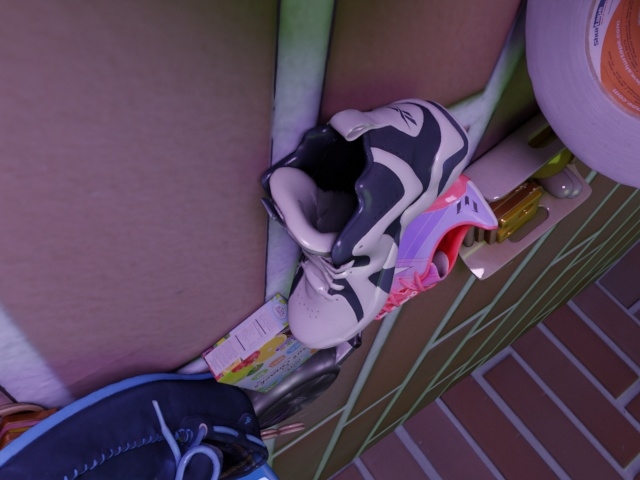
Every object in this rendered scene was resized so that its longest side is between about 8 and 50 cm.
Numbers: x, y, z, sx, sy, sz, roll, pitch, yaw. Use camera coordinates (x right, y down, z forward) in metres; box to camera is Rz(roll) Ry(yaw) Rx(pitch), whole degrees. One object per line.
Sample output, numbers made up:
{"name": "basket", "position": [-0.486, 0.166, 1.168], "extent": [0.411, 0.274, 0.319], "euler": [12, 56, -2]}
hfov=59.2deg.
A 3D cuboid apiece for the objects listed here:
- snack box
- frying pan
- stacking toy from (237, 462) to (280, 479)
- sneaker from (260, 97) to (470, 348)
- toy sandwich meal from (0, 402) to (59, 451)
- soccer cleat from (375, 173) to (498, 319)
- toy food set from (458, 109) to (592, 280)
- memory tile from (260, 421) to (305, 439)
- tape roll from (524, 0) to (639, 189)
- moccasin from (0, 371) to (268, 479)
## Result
{"name": "snack box", "position": [-0.053, 0.116, 0.610], "extent": [0.100, 0.037, 0.141], "euler": [-38, 156, -1]}
{"name": "frying pan", "position": [0.008, 0.170, 0.786], "extent": [0.326, 0.053, 0.197], "euler": [-29, 155, -15]}
{"name": "stacking toy", "position": [-0.140, 0.477, 1.023], "extent": [0.166, 0.175, 0.302], "euler": [-38, 170, -14]}
{"name": "sneaker", "position": [0.000, 0.000, 0.416], "extent": [0.153, 0.094, 0.235], "euler": [-6, 140, -48]}
{"name": "toy sandwich meal", "position": [-0.240, 0.154, 0.423], "extent": [0.086, 0.029, 0.085], "euler": [-31, 155, -17]}
{"name": "soccer cleat", "position": [0.076, 0.032, 0.574], "extent": [0.083, 0.095, 0.248], "euler": [-11, 144, -46]}
{"name": "toy food set", "position": [0.278, -0.062, 0.697], "extent": [0.220, 0.092, 0.306], "euler": [-38, 155, -2]}
{"name": "memory tile", "position": [-0.098, 0.271, 0.769], "extent": [0.148, 0.012, 0.113], "euler": [-10, 161, -13]}
{"name": "tape roll", "position": [0.243, -0.139, 0.360], "extent": [0.072, 0.219, 0.219], "euler": [-25, 152, -27]}
{"name": "moccasin", "position": [-0.128, 0.186, 0.487], "extent": [0.137, 0.117, 0.342], "euler": [-48, 163, 12]}
